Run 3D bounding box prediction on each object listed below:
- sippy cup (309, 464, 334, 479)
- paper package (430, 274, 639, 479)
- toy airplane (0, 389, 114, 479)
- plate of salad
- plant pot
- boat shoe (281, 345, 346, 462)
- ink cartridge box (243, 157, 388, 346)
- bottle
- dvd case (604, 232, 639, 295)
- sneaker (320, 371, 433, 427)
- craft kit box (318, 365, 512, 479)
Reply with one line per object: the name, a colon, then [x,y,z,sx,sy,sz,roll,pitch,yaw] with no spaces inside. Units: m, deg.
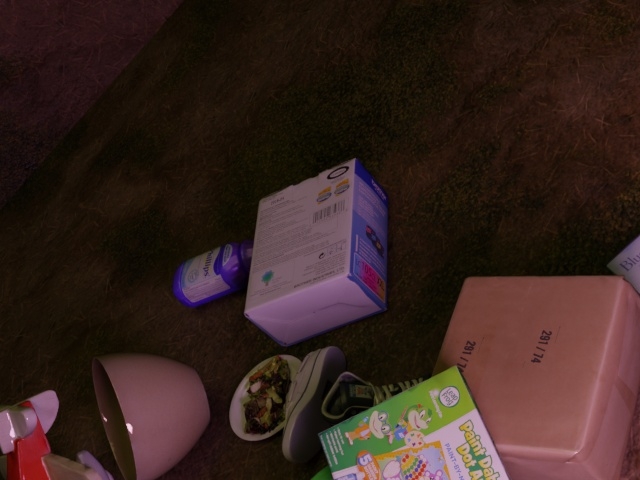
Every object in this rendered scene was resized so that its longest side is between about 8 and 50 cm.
sippy cup: [0.087,0.500,1.676,0.240,0.306,0.224,-31,40,-32]
paper package: [0.346,0.227,1.709,0.309,0.168,0.325,-2,54,37]
toy airplane: [-0.564,0.505,2.224,0.386,0.272,0.384,55,130,39]
plate of salad: [-0.114,0.316,2.165,0.199,0.048,0.200,-24,41,23]
plant pot: [-0.342,0.350,2.200,0.190,0.284,0.284,-16,31,-22]
boat shoe: [-0.026,0.322,2.055,0.084,0.095,0.258,-14,36,40]
ink cartridge box: [0.000,0.000,2.274,0.270,0.151,0.396,-22,44,26]
bottle: [-0.214,0.065,2.459,0.282,0.092,0.118,-21,42,28]
dvd case: [0.618,0.046,1.762,0.180,0.022,0.253,-43,37,3]
sneaker: [0.133,0.280,1.880,0.282,0.153,0.099,-28,39,19]
craft kit box: [0.146,0.348,1.573,0.246,0.061,0.250,-26,52,5]
